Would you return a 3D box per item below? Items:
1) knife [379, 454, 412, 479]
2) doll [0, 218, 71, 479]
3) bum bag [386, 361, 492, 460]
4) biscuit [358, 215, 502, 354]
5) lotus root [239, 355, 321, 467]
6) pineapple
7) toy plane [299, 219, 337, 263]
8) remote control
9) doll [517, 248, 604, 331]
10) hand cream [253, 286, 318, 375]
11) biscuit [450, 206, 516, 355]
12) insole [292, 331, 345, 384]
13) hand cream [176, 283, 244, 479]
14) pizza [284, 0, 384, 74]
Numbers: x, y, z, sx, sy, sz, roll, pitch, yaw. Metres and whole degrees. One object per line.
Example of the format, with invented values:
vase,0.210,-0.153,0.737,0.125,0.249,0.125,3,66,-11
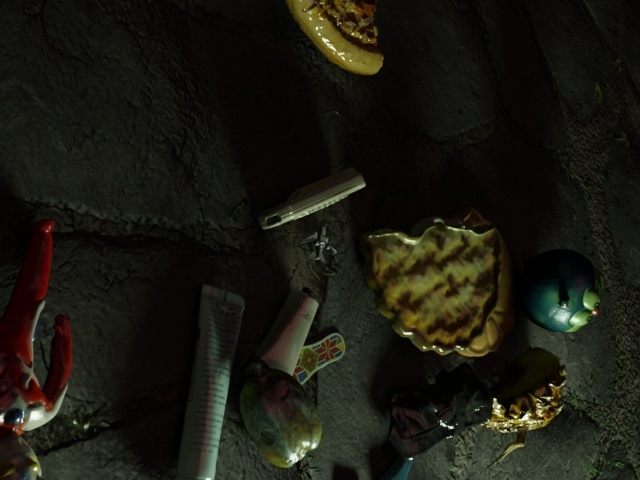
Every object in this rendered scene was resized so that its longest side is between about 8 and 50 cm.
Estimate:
knife,0.174,0.406,1.370,0.058,0.032,0.244,48,46,-12
doll,-0.390,0.156,0.841,0.188,0.099,0.383,1,77,-44
bum bag,0.243,0.339,1.409,0.310,0.074,0.136,-9,73,-42
biscuit,0.224,0.056,1.424,0.335,0.078,0.329,33,66,-16
lotus root,-0.071,0.272,1.113,0.113,0.088,0.192,-30,102,-14
pineapple,0.493,0.375,1.592,0.335,0.161,0.158,-23,98,-47
toy plane,0.000,0.000,1.292,0.079,0.031,0.083,20,69,-25
remote control,-0.012,-0.080,1.257,0.230,0.090,0.049,-28,99,-45
doll,0.575,0.115,1.689,0.322,0.186,0.198,-24,137,-79
hand cream,-0.057,0.162,1.187,0.087,0.054,0.186,35,63,-19
biscuit,0.352,0.101,1.591,0.351,0.057,0.312,-39,106,-42
insole,-0.020,0.214,1.239,0.193,0.006,0.065,-20,94,-44
hand cream,-0.168,0.232,1.054,0.085,0.058,0.331,23,65,-36
pizza,0.020,-0.507,1.360,0.408,0.114,0.277,61,42,-30
